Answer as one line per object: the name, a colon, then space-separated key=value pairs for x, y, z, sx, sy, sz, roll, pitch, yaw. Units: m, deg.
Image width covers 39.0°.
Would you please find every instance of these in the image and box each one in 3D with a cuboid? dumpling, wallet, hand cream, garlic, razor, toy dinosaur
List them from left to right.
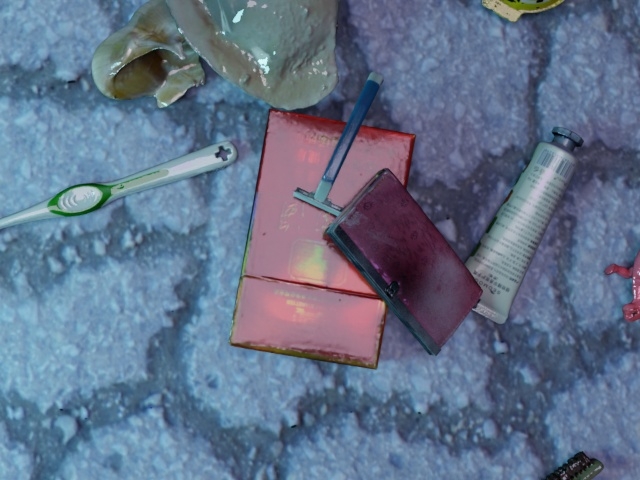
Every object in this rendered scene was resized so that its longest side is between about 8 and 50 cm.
garlic: x=-0.223 y=-0.251 z=1.194 sx=0.174 sy=0.099 sz=0.124 roll=-32 pitch=75 yaw=-3
dumpling: x=-0.082 y=-0.308 z=1.147 sx=0.226 sy=0.175 sz=0.243 roll=-19 pitch=63 yaw=-24
razor: x=0.035 y=-0.129 z=1.144 sx=0.068 sy=0.037 sz=0.191 roll=25 pitch=85 yaw=0
wallet: x=0.114 y=0.028 z=1.158 sx=0.119 sy=0.025 sz=0.232 roll=-49 pitch=114 yaw=-20
hand cream: x=0.274 y=-0.025 z=1.233 sx=0.095 sy=0.059 sz=0.276 roll=29 pitch=91 yaw=-1
toy dinosaur: x=0.511 y=0.005 z=1.245 sx=0.139 sy=0.070 sz=0.286 roll=37 pitch=83 yaw=-11

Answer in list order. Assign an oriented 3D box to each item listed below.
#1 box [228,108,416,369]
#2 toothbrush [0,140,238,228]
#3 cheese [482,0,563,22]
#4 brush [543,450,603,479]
box: x=0.001 y=-0.001 z=1.198 sx=0.197 sy=0.089 sz=0.314 roll=10 pitch=88 yaw=-4
toothbrush: x=-0.310 y=-0.058 z=1.205 sx=0.417 sy=0.040 sz=0.042 roll=-19 pitch=87 yaw=-4
cheese: x=0.305 y=-0.422 z=1.243 sx=0.156 sy=0.064 sz=0.250 roll=29 pitch=89 yaw=-3
brush: x=0.276 y=0.370 z=1.221 sx=0.248 sy=0.043 sz=0.036 roll=-38 pitch=83 yaw=-3
